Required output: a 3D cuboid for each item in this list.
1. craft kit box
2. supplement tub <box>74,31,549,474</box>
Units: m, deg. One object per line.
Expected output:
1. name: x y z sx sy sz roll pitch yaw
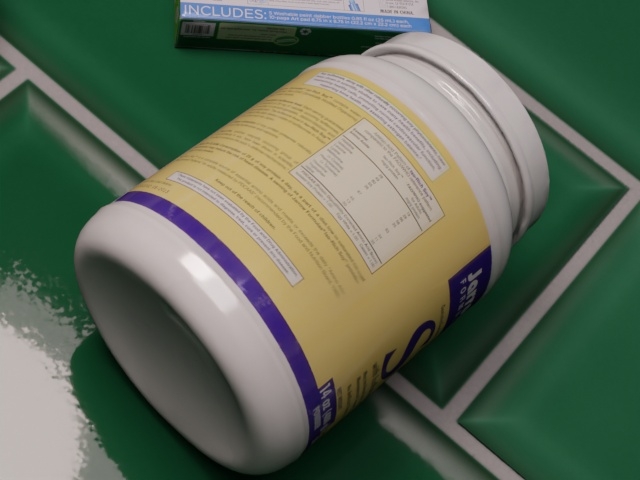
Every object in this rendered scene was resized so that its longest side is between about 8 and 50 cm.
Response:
1. craft kit box: -0.025 -0.301 1.265 0.250 0.061 0.246 2 65 -11
2. supplement tub: 0.000 0.000 1.003 0.331 0.241 0.241 -37 76 -26
